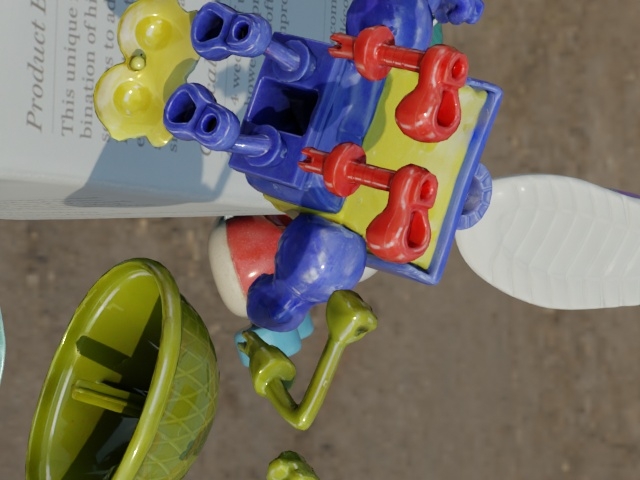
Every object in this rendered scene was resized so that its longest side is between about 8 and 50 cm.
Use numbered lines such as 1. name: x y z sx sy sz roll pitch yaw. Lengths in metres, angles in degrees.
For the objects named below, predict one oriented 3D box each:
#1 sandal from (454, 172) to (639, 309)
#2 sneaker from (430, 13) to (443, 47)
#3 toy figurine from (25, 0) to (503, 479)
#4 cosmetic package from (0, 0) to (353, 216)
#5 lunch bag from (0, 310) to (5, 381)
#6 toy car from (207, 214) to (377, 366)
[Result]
1. sandal: 0.360 0.002 2.084 0.102 0.416 0.169 -111 -150 -71
2. sneaker: 0.089 -0.309 1.904 0.108 0.121 0.302 -44 129 -23
3. toy figurine: 0.027 -0.014 0.783 0.217 0.191 0.363 21 85 -51
4. cosmetic package: -0.204 -0.186 1.101 0.393 0.327 0.330 6 85 -58
5. lunch bag: -0.403 0.123 1.430 0.160 0.223 0.262 15 92 -60
6. toy car: 0.000 0.000 1.901 0.210 0.238 0.219 -41 115 -80
